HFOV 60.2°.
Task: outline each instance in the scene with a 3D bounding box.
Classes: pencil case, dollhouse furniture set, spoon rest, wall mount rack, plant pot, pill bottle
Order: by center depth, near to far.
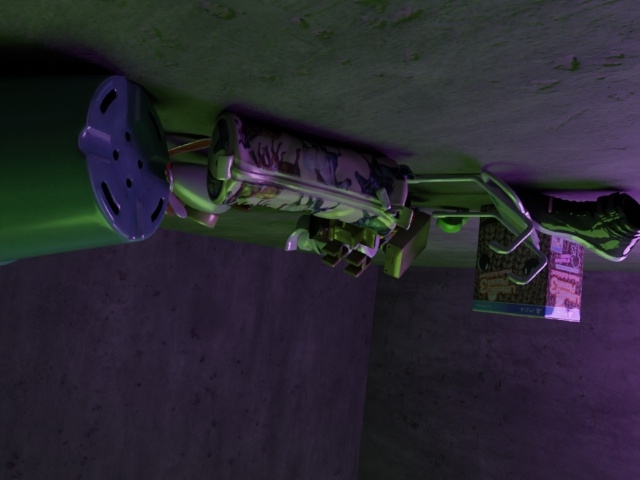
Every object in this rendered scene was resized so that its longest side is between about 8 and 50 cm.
[{"bbox_3d":[-0.442,-0.115,0.868,0.334,0.341,0.341,-3,173,9],"label":"plant pot"},{"bbox_3d":[-0.021,-0.115,1.040,0.410,0.160,0.183,10,-170,-30],"label":"pencil case"},{"bbox_3d":[0.362,-0.054,1.255,0.304,0.130,0.350,50,-173,36],"label":"wall mount rack"},{"bbox_3d":[0.140,-0.026,1.440,0.242,0.212,0.161,24,-137,26],"label":"dollhouse furniture set"},{"bbox_3d":[0.000,0.000,1.779,0.276,0.084,0.137,3,-174,38],"label":"spoon rest"},{"bbox_3d":[0.058,-0.021,1.895,0.265,0.153,0.153,3,173,24],"label":"pill bottle"}]

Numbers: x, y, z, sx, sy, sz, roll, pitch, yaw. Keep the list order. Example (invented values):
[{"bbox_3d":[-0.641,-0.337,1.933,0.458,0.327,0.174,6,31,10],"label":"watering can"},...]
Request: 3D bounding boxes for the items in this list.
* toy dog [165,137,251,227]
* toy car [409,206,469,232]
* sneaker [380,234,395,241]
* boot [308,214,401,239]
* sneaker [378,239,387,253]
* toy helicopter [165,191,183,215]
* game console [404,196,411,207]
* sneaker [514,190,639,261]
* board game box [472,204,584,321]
[{"bbox_3d":[-0.269,-0.118,1.183,0.161,0.220,0.334,22,-163,29],"label":"toy dog"},{"bbox_3d":[0.328,-0.037,1.586,0.225,0.053,0.239,-15,154,-4],"label":"toy car"},{"bbox_3d":[0.263,-0.034,1.944,0.083,0.084,0.215,8,-176,-15],"label":"sneaker"},{"bbox_3d":[0.107,-0.031,1.629,0.280,0.096,0.264,6,175,-2],"label":"boot"},{"bbox_3d":[0.295,-0.020,2.103,0.217,0.079,0.121,-23,-120,-43],"label":"sneaker"},{"bbox_3d":[-0.430,-0.102,1.249,0.140,0.235,0.355,4,174,23],"label":"toy helicopter"},{"bbox_3d":[0.132,-0.100,1.599,0.213,0.044,0.361,8,173,-16],"label":"game console"},{"bbox_3d":[0.583,-0.070,1.229,0.296,0.104,0.147,25,144,5],"label":"sneaker"},{"bbox_3d":[0.540,0.054,1.442,0.141,0.291,0.232,10,173,-31],"label":"board game box"}]
